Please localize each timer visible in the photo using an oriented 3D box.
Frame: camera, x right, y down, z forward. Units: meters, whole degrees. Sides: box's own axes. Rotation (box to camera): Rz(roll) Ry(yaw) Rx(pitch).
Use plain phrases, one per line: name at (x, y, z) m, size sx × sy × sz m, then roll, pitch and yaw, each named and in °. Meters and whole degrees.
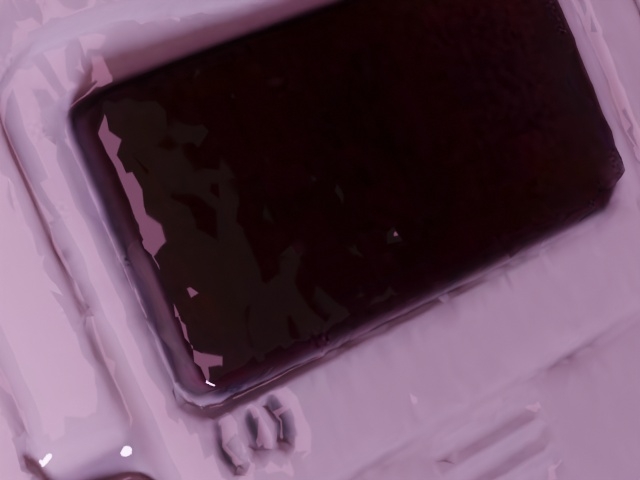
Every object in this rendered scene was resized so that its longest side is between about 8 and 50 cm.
timer at (0.000, 0.000, 0.372) m, size 0.262 × 0.087 × 0.237 m, roll -25°, pitch 96°, yaw -28°
